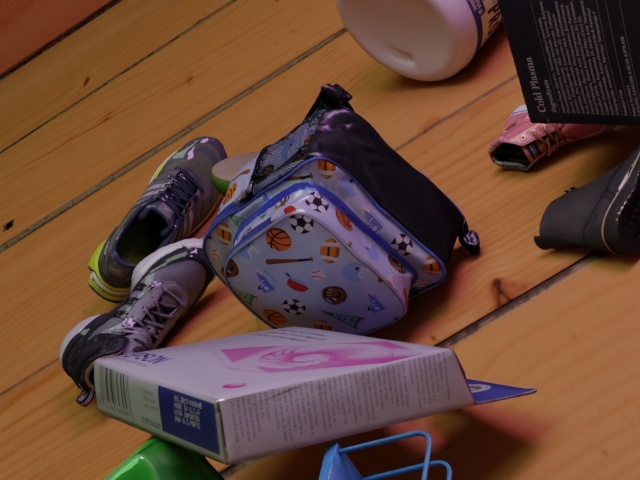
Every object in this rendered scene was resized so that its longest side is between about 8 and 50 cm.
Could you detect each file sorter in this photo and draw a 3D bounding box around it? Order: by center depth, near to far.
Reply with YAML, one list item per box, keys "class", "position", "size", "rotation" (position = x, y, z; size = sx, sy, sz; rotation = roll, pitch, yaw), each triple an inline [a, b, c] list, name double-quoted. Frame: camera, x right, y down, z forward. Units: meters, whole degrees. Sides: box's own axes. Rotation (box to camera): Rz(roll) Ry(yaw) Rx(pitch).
- class: "file sorter"
  position: [0.078, 0.260, 1.135]
  size: [0.104, 0.170, 0.118]
  rotation: [-19, 32, 25]

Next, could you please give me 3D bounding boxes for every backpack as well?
- class: "backpack"
  position: [0.000, 0.000, 1.567]
  size: [0.263, 0.276, 0.213]
  rotation: [-26, 25, 46]

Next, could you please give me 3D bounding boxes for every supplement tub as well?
- class: "supplement tub"
  position: [0.198, -0.421, 1.995]
  size: [0.235, 0.235, 0.325]
  rotation: [2, 46, 50]

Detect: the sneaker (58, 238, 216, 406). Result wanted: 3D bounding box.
- class: "sneaker"
  position: [-0.232, 0.118, 1.793]
  size: [0.268, 0.101, 0.153]
  rotation: [-41, 28, 3]

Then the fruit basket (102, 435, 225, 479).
- class: "fruit basket"
  position: [-0.211, 0.372, 1.277]
  size: [0.392, 0.283, 0.392]
  rotation: [-40, -15, -14]

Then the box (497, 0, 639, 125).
- class: "box"
  position: [0.421, -0.282, 1.477]
  size: [0.312, 0.179, 0.343]
  rotation: [5, 38, 40]

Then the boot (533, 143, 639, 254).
- class: "boot"
  position: [0.326, -0.068, 1.478]
  size: [0.198, 0.077, 0.137]
  rotation: [-49, 25, -26]

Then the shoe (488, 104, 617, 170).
- class: "shoe"
  position: [0.283, -0.129, 1.632]
  size: [0.178, 0.063, 0.081]
  rotation: [-3, 43, 55]

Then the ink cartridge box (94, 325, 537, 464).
- class: "ink cartridge box"
  position: [-0.016, 0.133, 1.317]
  size: [0.330, 0.071, 0.324]
  rotation: [-10, 5, -28]

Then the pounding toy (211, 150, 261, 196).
- class: "pounding toy"
  position: [-0.030, -0.057, 1.861]
  size: [0.236, 0.110, 0.183]
  rotation: [-5, 18, -3]

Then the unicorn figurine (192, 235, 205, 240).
- class: "unicorn figurine"
  position: [-0.220, 0.047, 1.918]
  size: [0.162, 0.060, 0.111]
  rotation: [-36, 8, 16]

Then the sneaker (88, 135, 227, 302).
- class: "sneaker"
  position: [-0.226, -0.039, 1.990]
  size: [0.300, 0.111, 0.121]
  rotation: [-58, 9, -24]
